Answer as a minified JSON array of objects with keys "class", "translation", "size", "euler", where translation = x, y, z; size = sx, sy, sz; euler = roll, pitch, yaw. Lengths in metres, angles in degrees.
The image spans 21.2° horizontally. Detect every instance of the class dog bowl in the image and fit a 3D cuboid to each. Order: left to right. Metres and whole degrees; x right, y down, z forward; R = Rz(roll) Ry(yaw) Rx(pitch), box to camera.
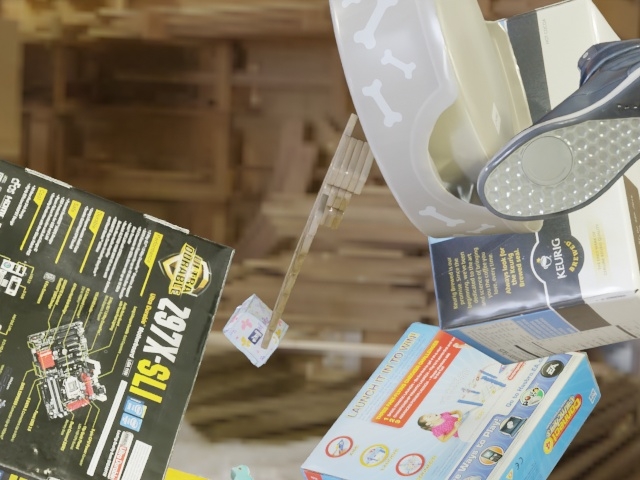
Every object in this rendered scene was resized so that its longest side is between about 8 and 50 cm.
[{"class":"dog bowl","translation":[0.110,-0.160,1.621],"size":[0.102,0.349,0.349],"euler":[-16,-3,17]}]

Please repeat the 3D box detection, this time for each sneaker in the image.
[{"class":"sneaker","translation":[0.233,-0.102,1.536],"size":[0.226,0.086,0.163],"euler":[-30,15,3]}]

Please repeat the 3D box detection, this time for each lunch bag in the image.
[{"class":"lunch bag","translation":[-0.090,0.126,2.347],"size":[0.053,0.071,0.083],"euler":[-39,11,36]}]

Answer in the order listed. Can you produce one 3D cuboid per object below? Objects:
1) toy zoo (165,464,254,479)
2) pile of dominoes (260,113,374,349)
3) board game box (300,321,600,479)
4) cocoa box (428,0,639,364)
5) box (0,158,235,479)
[{"class":"toy zoo","translation":[-0.142,0.332,1.644],"size":[0.192,0.030,0.293],"euler":[24,52,11]},{"class":"pile of dominoes","translation":[0.000,0.000,1.870],"size":[0.040,0.251,0.196],"euler":[21,44,-2]},{"class":"board game box","translation":[0.180,0.265,2.369],"size":[0.302,0.086,0.308],"euler":[9,46,41]},{"class":"cocoa box","translation":[0.253,-0.058,1.956],"size":[0.228,0.347,0.231],"euler":[-14,-19,21]},{"class":"box","translation":[-0.235,0.091,1.487],"size":[0.257,0.079,0.322],"euler":[22,45,-9]}]
